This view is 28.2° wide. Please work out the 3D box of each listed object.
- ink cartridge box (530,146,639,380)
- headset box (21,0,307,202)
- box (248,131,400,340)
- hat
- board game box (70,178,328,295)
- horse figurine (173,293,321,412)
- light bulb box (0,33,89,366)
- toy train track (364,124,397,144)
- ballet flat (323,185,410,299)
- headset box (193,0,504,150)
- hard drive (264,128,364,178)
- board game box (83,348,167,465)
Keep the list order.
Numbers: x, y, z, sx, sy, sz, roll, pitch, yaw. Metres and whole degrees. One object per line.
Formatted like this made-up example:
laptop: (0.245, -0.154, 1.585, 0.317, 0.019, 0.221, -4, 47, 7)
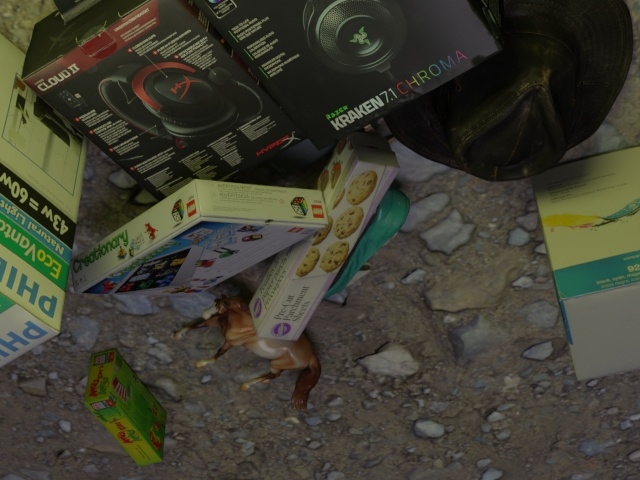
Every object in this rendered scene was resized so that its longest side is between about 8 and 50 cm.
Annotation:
ink cartridge box: (0.379, 0.026, 1.632, 0.168, 0.233, 0.171, -13, 135, 10)
headset box: (-0.182, -0.195, 1.476, 0.218, 0.110, 0.293, -27, 131, 25)
box: (0.000, 0.000, 1.649, 0.067, 0.063, 0.324, 9, 130, -28)
hat: (0.221, -0.163, 1.504, 0.331, 0.134, 0.331, 0, 137, 0)
board game box: (-0.160, 0.004, 1.623, 0.193, 0.053, 0.305, 4, 159, -40)
horse figurine: (-0.091, 0.160, 1.887, 0.263, 0.066, 0.174, 32, 133, -27)
light bulb box: (-0.477, -0.014, 1.481, 0.358, 0.361, 0.225, -29, 130, 26)
toy train track: (0.073, -0.123, 1.610, 0.048, 0.014, 0.083, -31, 147, 7)
ballet flat: (0.045, 0.013, 1.727, 0.087, 0.083, 0.247, 8, 140, -30)
headset box: (0.019, -0.280, 1.353, 0.246, 0.131, 0.283, -26, 121, 25)
hard drive: (-0.025, -0.139, 1.602, 0.135, 0.022, 0.094, -30, 130, 27)
board game box: (-0.298, 0.259, 1.967, 0.043, 0.092, 0.181, -15, 135, 15)
